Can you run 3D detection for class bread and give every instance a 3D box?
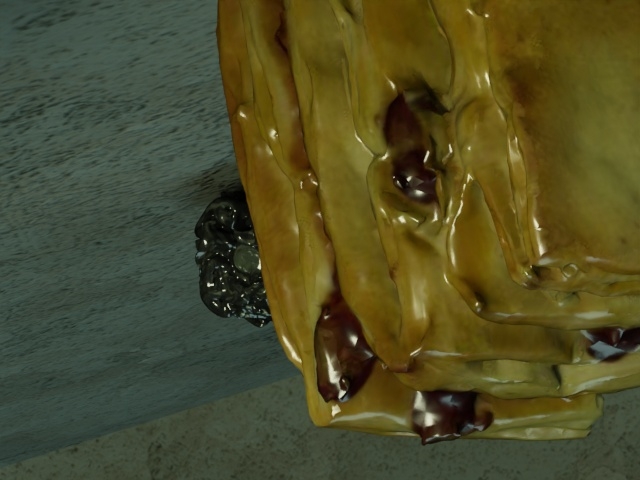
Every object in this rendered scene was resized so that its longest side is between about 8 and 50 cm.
[{"bbox_3d":[0.146,-0.065,1.055,0.370,0.314,0.191,-6,158,-24],"label":"bread"}]

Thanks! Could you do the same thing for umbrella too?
[{"bbox_3d":[0.010,-0.002,1.673,0.154,0.128,0.337,-4,-177,32],"label":"umbrella"}]

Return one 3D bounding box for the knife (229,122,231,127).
[{"bbox_3d":[-0.032,-0.090,1.424,0.027,0.010,0.096,-23,169,33],"label":"knife"}]
